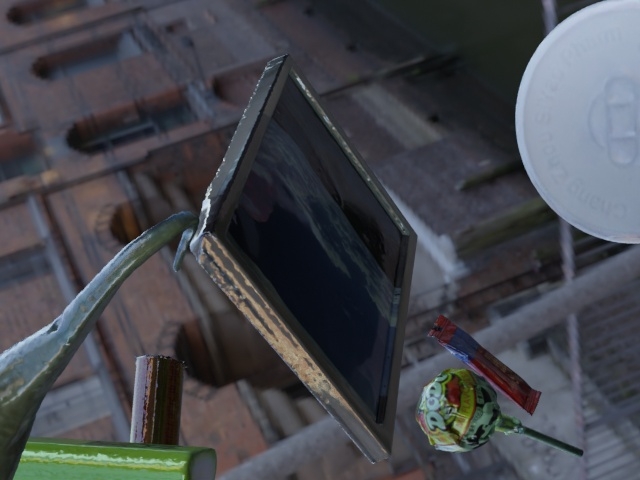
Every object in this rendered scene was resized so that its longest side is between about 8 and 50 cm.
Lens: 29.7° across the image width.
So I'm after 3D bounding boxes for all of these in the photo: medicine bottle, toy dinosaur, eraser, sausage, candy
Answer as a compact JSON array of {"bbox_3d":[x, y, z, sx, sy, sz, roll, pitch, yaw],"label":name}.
[{"bbox_3d":[0.310,-0.114,1.009,0.190,0.332,0.189,8,106,32],"label":"medicine bottle"},{"bbox_3d":[-0.203,0.114,0.648,0.076,0.363,0.147,40,-155,-25],"label":"toy dinosaur"},{"bbox_3d":[-0.237,0.282,1.093,0.092,0.274,0.210,13,-100,-73],"label":"eraser"},{"bbox_3d":[-0.237,0.349,1.698,0.082,0.082,0.371,113,161,-71],"label":"sausage"},{"bbox_3d":[0.219,0.222,1.387,0.083,0.305,0.091,-3,68,44],"label":"candy"}]

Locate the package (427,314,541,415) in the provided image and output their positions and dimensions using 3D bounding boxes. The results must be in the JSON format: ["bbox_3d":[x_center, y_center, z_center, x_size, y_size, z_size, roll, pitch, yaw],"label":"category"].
[{"bbox_3d":[0.254,0.191,1.859,0.200,0.022,0.083,38,-156,4],"label":"package"}]

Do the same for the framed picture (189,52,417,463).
[{"bbox_3d":[0.000,0.000,0.805,0.189,0.023,0.260,53,-155,-22],"label":"framed picture"}]
